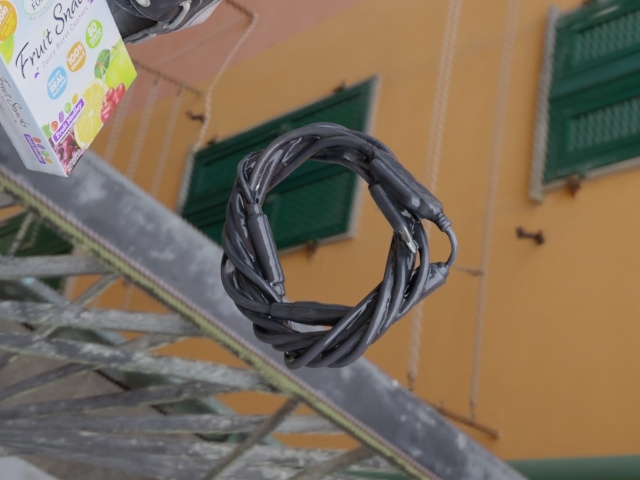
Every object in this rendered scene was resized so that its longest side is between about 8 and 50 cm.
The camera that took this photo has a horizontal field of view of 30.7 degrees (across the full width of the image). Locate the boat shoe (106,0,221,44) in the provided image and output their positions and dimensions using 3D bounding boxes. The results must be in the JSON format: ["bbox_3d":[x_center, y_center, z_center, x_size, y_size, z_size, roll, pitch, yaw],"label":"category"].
[{"bbox_3d":[-0.138,-0.239,1.011,0.102,0.301,0.108,-30,96,-20],"label":"boat shoe"}]

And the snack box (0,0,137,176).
[{"bbox_3d":[-0.173,-0.123,0.739,0.141,0.037,0.100,73,35,-50],"label":"snack box"}]

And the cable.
[{"bbox_3d":[0.000,0.000,0.778,0.150,0.184,0.047,-50,143,8],"label":"cable"}]
